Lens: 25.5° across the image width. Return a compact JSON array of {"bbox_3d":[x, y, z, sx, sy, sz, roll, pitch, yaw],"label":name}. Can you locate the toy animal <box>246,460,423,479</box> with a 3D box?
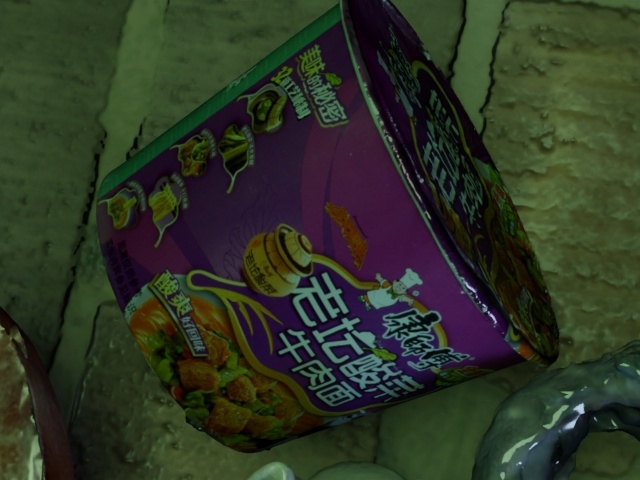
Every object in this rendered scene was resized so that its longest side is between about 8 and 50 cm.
[{"bbox_3d":[0.006,0.184,0.798,0.103,0.221,0.131,21,83,12],"label":"toy animal"}]

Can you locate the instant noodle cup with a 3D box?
[{"bbox_3d":[0.000,0.000,0.835,0.190,0.251,0.251,-28,74,16],"label":"instant noodle cup"}]

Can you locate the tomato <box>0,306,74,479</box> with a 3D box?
[{"bbox_3d":[-0.280,0.178,0.904,0.338,0.143,0.338,-3,79,17],"label":"tomato"}]

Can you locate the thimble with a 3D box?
[{"bbox_3d":[0.187,0.174,0.780,0.205,0.172,0.236,-18,75,8],"label":"thimble"}]
